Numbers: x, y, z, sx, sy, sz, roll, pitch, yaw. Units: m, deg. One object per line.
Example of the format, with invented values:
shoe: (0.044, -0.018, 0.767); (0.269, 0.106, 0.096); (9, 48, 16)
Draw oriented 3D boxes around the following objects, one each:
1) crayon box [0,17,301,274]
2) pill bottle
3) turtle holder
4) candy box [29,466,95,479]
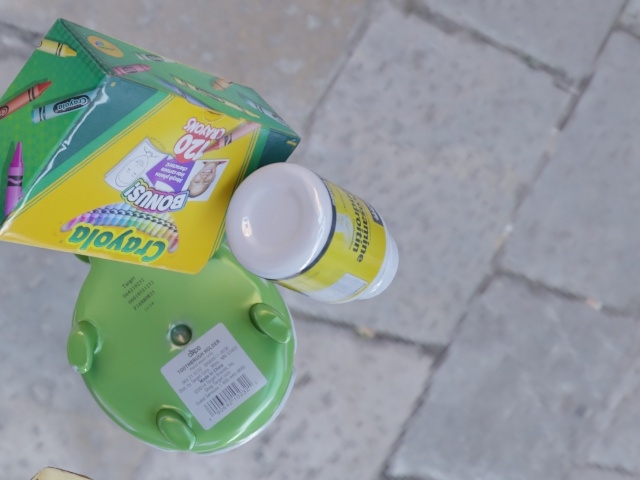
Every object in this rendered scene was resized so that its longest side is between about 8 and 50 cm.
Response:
crayon box: (-0.158, -0.070, 1.320); (0.165, 0.081, 0.278); (-51, 151, 15)
pill bottle: (0.000, 0.000, 1.407); (0.103, 0.103, 0.184); (-57, 151, 5)
turtle holder: (-0.178, 0.109, 1.794); (0.227, 0.320, 0.243); (76, 36, -78)
candy box: (-0.031, 0.247, 0.520); (0.183, 0.316, 0.087); (24, 129, -34)
